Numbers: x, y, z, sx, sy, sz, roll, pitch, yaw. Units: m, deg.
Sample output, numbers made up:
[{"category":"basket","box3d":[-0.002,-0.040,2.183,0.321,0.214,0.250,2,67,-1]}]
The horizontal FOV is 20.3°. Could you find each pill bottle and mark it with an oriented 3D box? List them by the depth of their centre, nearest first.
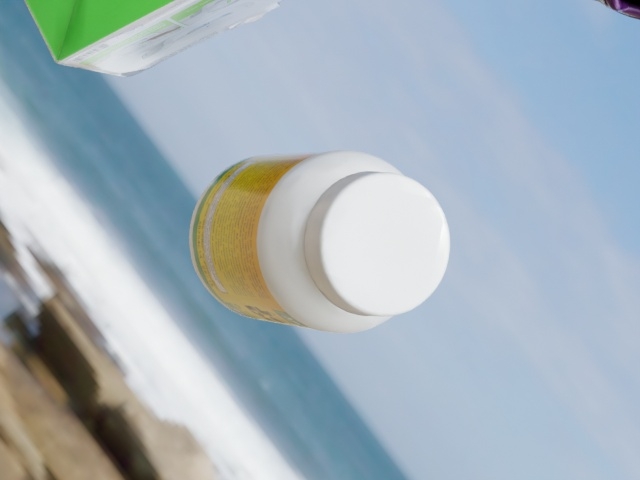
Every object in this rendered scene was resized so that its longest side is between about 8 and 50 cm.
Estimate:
[{"category":"pill bottle","box3d":[0.000,0.000,1.165,0.117,0.117,0.208,53,-18,-15]}]

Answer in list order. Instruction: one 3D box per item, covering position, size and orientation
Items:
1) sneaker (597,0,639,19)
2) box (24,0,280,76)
[{"category":"sneaker","box3d":[0.358,-0.232,1.775,0.224,0.083,0.098,7,28,-22]},{"category":"box","box3d":[-0.098,-0.245,1.465,0.126,0.262,0.231,63,9,1]}]
